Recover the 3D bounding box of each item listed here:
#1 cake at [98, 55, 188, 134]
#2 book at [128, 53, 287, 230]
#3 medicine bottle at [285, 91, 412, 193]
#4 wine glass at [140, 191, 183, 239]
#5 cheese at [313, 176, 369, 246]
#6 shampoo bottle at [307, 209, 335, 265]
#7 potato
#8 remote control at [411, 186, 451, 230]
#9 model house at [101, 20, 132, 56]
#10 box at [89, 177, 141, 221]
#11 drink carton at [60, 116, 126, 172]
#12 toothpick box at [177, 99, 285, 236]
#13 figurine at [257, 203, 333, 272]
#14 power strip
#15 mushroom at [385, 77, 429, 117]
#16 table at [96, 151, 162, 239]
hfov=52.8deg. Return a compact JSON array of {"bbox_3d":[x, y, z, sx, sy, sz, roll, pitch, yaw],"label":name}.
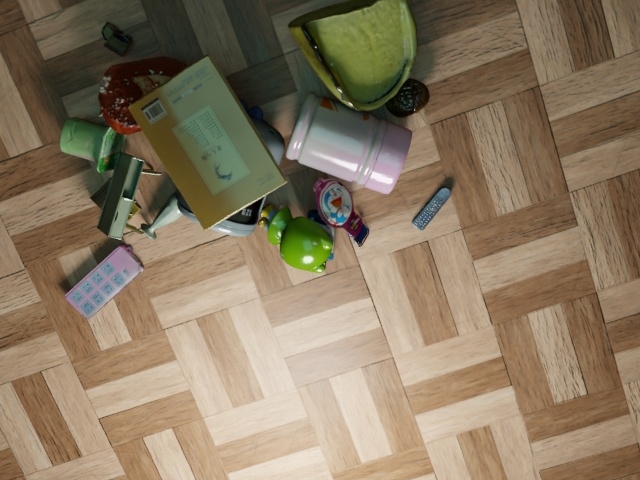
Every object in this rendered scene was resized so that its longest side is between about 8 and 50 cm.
[{"bbox_3d":[-0.482,-0.407,1.789,0.283,0.151,0.177,-22,97,-18],"label":"cake"},{"bbox_3d":[-0.296,-0.252,1.693,0.269,0.032,0.389,-29,97,10],"label":"book"},{"bbox_3d":[0.079,-0.273,1.822,0.316,0.202,0.202,21,103,-3],"label":"medicine bottle"},{"bbox_3d":[-0.470,-0.076,1.954,0.155,0.073,0.073,-38,100,12],"label":"wine glass"},{"bbox_3d":[0.064,-0.086,1.916,0.062,0.155,0.244,-15,123,48],"label":"cheese"},{"bbox_3d":[0.000,0.000,1.968,0.087,0.050,0.183,2,103,-2],"label":"shampoo bottle"},{"bbox_3d":[0.088,-0.510,1.781,0.330,0.213,0.280,-26,114,-17],"label":"potato"},{"bbox_3d":[0.339,-0.098,1.949,0.043,0.027,0.152,35,104,-13],"label":"remote control"},{"bbox_3d":[-0.592,-0.574,1.848,0.083,0.057,0.058,27,131,-24],"label":"model house"},{"bbox_3d":[-0.627,-0.114,1.972,0.090,0.023,0.133,-43,99,12],"label":"box"},{"bbox_3d":[-0.665,-0.291,1.876,0.142,0.146,0.144,18,104,6],"label":"drink carton"},{"bbox_3d":[-0.250,-0.219,1.837,0.263,0.263,0.354,23,102,-4],"label":"toothpick box"},{"bbox_3d":[-0.075,-0.011,1.897,0.263,0.143,0.162,33,114,27],"label":"figurine"},{"bbox_3d":[-0.676,0.130,2.025,0.279,0.037,0.109,-41,99,10],"label":"power strip"},{"bbox_3d":[0.248,-0.407,1.845,0.126,0.085,0.109,-37,99,4],"label":"mushroom"},{"bbox_3d":[-0.557,-0.126,1.900,0.111,0.121,0.240,15,95,-36],"label":"table"}]
